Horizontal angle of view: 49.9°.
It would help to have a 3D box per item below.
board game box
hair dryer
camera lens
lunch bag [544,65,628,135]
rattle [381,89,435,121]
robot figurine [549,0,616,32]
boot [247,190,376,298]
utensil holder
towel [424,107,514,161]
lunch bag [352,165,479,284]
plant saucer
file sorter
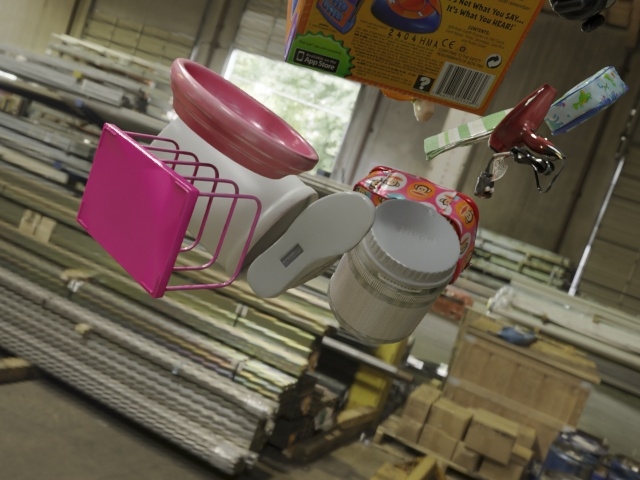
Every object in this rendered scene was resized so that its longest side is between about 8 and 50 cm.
[{"bbox_3d":[0.161,-0.488,1.152,0.357,0.356,0.356,13,42,-12],"label":"board game box"},{"bbox_3d":[0.469,-0.217,1.524,0.080,0.293,0.224,31,-23,-36],"label":"hair dryer"},{"bbox_3d":[0.150,0.074,1.469,0.220,0.274,0.219,12,47,-13],"label":"camera lens"},{"bbox_3d":[0.676,-0.357,1.770,0.219,0.176,0.090,-34,92,-46],"label":"lunch bag"},{"bbox_3d":[0.209,-0.354,1.702,0.143,0.130,0.199,-16,18,-3],"label":"rattle"},{"bbox_3d":[0.797,-0.755,2.052,0.173,0.209,0.278,42,49,20],"label":"robot figurine"},{"bbox_3d":[0.000,0.000,1.109,0.095,0.258,0.123,59,28,6],"label":"boot"},{"bbox_3d":[-0.255,-0.136,1.874,0.385,0.327,0.327,43,8,7],"label":"utensil holder"},{"bbox_3d":[0.495,-0.347,2.225,0.325,0.038,0.248,-19,17,15],"label":"towel"},{"bbox_3d":[0.213,-0.019,1.604,0.293,0.258,0.120,24,48,26],"label":"lunch bag"},{"bbox_3d":[-0.157,-0.224,1.336,0.332,0.084,0.332,34,15,-10],"label":"plant saucer"},{"bbox_3d":[-0.277,-0.057,1.266,0.182,0.202,0.291,1,27,-49],"label":"file sorter"}]
